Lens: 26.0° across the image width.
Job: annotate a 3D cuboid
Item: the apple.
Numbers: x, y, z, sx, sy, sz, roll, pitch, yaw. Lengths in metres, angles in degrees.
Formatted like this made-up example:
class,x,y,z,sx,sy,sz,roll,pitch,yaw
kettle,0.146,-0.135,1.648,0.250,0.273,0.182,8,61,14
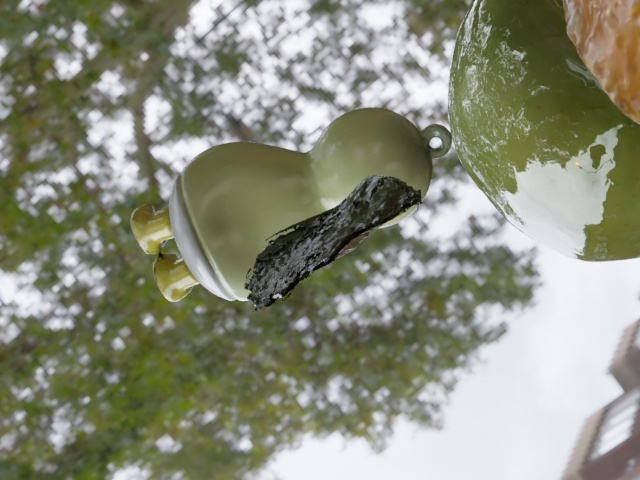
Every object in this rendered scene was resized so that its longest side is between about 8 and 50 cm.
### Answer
class,x,y,z,sx,sy,sz,roll,pitch,yaw
apple,0.306,-0.150,1.510,0.357,0.357,0.357,43,-159,-21

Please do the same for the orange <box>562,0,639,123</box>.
class,x,y,z,sx,sy,sz,roll,pitch,yaw
orange,0.228,-0.146,0.600,0.274,0.274,0.310,50,-168,-5

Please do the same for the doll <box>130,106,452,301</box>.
class,x,y,z,sx,sy,sz,roll,pitch,yaw
doll,-0.022,-0.036,1.225,0.117,0.296,0.141,-52,-59,-82

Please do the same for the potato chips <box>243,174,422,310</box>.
class,x,y,z,sx,sy,sz,roll,pitch,yaw
potato chips,0.000,0.000,1.006,0.026,0.142,0.209,48,177,-13
